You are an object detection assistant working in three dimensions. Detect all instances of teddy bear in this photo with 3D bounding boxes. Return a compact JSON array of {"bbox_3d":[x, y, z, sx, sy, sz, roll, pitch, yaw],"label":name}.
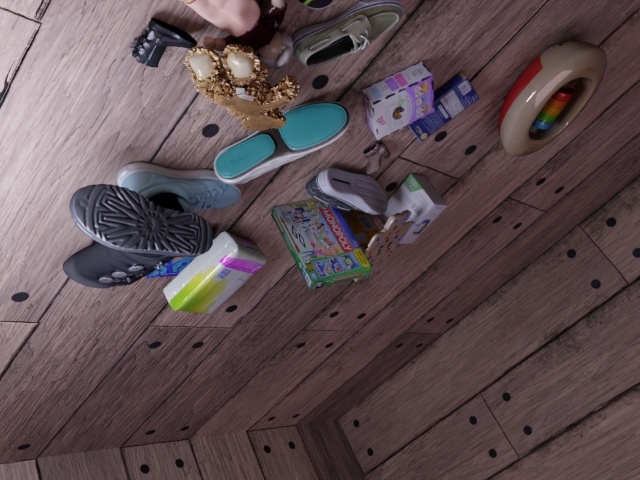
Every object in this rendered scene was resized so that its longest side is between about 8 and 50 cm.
[{"bbox_3d":[-0.180,-0.369,1.463,0.245,0.113,0.338,-9,164,29],"label":"teddy bear"}]

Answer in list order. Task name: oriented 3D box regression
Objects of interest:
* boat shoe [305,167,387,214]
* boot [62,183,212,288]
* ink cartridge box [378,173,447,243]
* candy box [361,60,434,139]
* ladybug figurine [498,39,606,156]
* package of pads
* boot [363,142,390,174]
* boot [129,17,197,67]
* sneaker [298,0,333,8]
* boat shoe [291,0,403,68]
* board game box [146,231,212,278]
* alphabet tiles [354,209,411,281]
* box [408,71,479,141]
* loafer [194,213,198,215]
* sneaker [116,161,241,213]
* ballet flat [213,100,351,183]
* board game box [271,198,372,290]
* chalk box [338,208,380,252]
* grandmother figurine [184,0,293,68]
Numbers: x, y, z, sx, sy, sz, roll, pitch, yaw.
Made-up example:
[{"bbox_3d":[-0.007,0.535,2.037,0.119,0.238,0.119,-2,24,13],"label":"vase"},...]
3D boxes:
[{"bbox_3d":[0.087,-0.159,2.059,0.119,0.121,0.335,-14,156,41],"label":"boat shoe"},{"bbox_3d":[-0.555,0.009,1.641,0.367,0.146,0.445,22,154,-39],"label":"boot"},{"bbox_3d":[0.327,-0.111,2.260,0.093,0.154,0.212,0,138,-46],"label":"ink cartridge box"},{"bbox_3d":[0.228,-0.404,1.828,0.196,0.070,0.164,-27,150,-4],"label":"candy box"},{"bbox_3d":[0.728,-0.464,2.050,0.305,0.161,0.449,-6,142,-34],"label":"ladybug figurine"},{"bbox_3d":[-0.338,0.111,2.053,0.296,0.101,0.229,-42,159,9],"label":"package of pads"},{"bbox_3d":[0.167,-0.267,2.020,0.087,0.042,0.118,21,123,-44],"label":"boot"},{"bbox_3d":[-0.343,-0.420,1.369,0.121,0.045,0.099,15,127,-40],"label":"boot"},{"bbox_3d":[-0.037,-0.560,1.355,0.084,0.097,0.235,-38,148,17],"label":"sneaker"},{"bbox_3d":[0.074,-0.499,1.538,0.303,0.094,0.109,-25,149,-5],"label":"boat shoe"},{"bbox_3d":[-0.446,0.032,1.958,0.160,0.047,0.210,-5,142,-35],"label":"board game box"},{"bbox_3d":[0.207,0.019,2.127,0.278,0.021,0.284,-20,144,-54],"label":"alphabet tiles"},{"bbox_3d":[0.377,-0.414,1.965,0.225,0.036,0.136,-37,148,13],"label":"box"},{"bbox_3d":[-0.394,-0.077,1.851,0.045,0.039,0.125,-48,168,-8],"label":"loafer"},{"bbox_3d":[-0.366,-0.107,1.714,0.366,0.150,0.135,1,140,-39],"label":"sneaker"},{"bbox_3d":[-0.103,-0.266,1.738,0.401,0.139,0.139,-25,150,3],"label":"ballet flat"},{"bbox_3d":[0.000,0.000,2.005,0.214,0.317,0.046,-13,145,-24],"label":"board game box"},{"bbox_3d":[0.067,0.036,2.248,0.179,0.180,0.288,-7,142,-32],"label":"chalk box"},{"bbox_3d":[-0.163,-0.485,1.376,0.208,0.103,0.342,-22,156,21],"label":"grandmother figurine"}]
